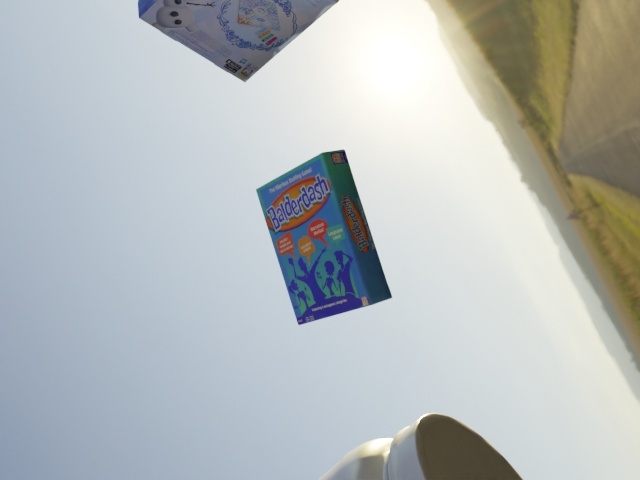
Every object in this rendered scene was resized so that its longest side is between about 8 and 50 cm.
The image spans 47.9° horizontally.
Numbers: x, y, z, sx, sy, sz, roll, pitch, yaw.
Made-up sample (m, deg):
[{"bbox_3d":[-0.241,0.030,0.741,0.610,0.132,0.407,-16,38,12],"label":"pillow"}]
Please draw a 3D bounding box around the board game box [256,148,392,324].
[{"bbox_3d":[0.000,0.000,0.999,0.047,0.160,0.210,-13,-97,-41],"label":"board game box"}]

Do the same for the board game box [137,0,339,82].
[{"bbox_3d":[-0.051,-0.151,0.452,0.090,0.090,0.020,24,-136,-45],"label":"board game box"}]

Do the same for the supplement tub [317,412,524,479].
[{"bbox_3d":[0.051,0.351,0.710,0.241,0.331,0.241,38,-159,-17],"label":"supplement tub"}]
